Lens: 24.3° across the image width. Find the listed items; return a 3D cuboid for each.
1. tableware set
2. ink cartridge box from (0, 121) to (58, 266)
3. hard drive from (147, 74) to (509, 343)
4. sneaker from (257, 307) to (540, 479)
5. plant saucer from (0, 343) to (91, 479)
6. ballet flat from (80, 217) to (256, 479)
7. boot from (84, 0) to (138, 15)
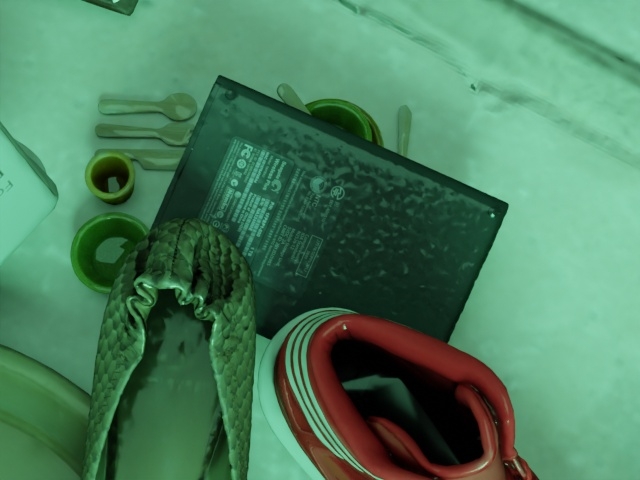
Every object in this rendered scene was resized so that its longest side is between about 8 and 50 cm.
[{"bbox_3d":[-0.032,-0.019,0.660,0.154,0.024,0.104,2,74,0],"label":"tableware set"},{"bbox_3d":[-0.279,-0.109,0.477,0.279,0.384,0.160,39,80,21],"label":"ink cartridge box"},{"bbox_3d":[0.000,0.000,0.633,0.135,0.022,0.094,24,93,-2],"label":"hard drive"},{"bbox_3d":[0.061,0.115,0.556,0.221,0.128,0.087,43,82,0],"label":"sneaker"},{"bbox_3d":[-0.180,0.172,0.596,0.278,0.041,0.278,0,75,-1],"label":"plant saucer"},{"bbox_3d":[-0.058,0.111,0.562,0.084,0.058,0.250,4,75,1],"label":"ballet flat"},{"bbox_3d":[-0.123,-0.164,0.693,0.114,0.037,0.106,11,87,6],"label":"boot"}]
